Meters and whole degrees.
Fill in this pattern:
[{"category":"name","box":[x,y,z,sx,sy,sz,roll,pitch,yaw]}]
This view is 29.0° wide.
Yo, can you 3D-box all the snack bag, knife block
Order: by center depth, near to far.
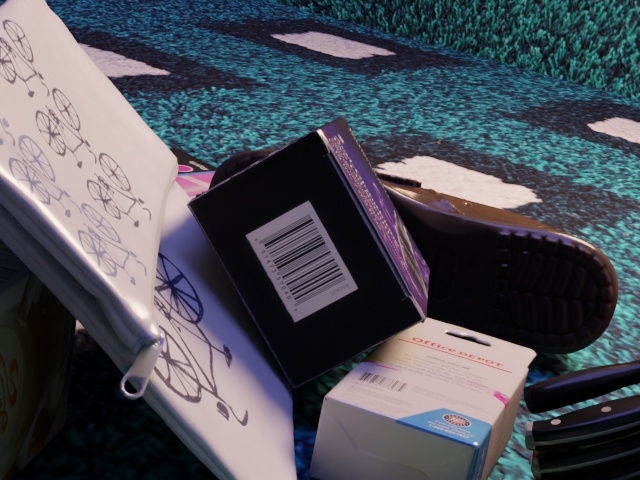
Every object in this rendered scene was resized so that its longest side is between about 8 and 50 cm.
[{"category":"knife block","box":[0.259,0.090,0.740,0.242,0.276,0.088,29,14,-17]},{"category":"snack bag","box":[-0.109,0.001,0.790,0.037,0.342,0.323,-34,19,10]}]

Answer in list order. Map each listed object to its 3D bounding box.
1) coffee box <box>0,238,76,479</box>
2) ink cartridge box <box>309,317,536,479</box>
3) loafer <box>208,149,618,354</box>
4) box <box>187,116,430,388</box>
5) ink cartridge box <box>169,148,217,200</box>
[{"category":"coffee box","box":[-0.225,0.083,0.671,0.098,0.141,0.246,12,20,9]},{"category":"ink cartridge box","box":[0.077,0.116,0.849,0.104,0.062,0.181,16,20,18]},{"category":"loafer","box":[0.075,0.014,1.091,0.366,0.134,0.130,18,9,10]},{"category":"box","box":[0.000,0.000,0.925,0.108,0.153,0.207,-29,5,9]},{"category":"ink cartridge box","box":[-0.237,-0.025,1.121,0.371,0.069,0.175,-9,26,-39]}]
